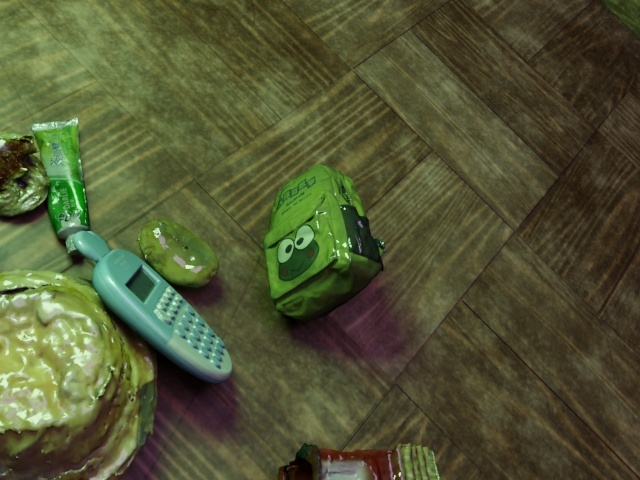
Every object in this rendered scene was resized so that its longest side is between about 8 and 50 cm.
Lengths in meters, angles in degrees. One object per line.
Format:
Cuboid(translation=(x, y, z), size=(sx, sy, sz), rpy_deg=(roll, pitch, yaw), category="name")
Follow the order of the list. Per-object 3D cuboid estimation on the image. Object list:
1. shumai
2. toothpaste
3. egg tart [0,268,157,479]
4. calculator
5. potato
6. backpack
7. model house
Cuboid(translation=(-0.491, -0.109, 1.119), size=(0.139, 0.105, 0.123), rpy_deg=(15, 59, 15), category="shumai")
Cuboid(translation=(-0.406, -0.090, 1.179), size=(0.078, 0.047, 0.247), rpy_deg=(-11, 66, -13), category="toothpaste")
Cuboid(translation=(-0.373, 0.176, 0.971), size=(0.352, 0.150, 0.351), rpy_deg=(10, 57, -15), category="egg tart")
Cuboid(translation=(-0.243, 0.097, 1.082), size=(0.303, 0.042, 0.188), rpy_deg=(43, 7, -9), category="calculator")
Cuboid(translation=(-0.230, 0.022, 1.188), size=(0.138, 0.070, 0.091), rpy_deg=(41, 46, -3), category="potato")
Cuboid(translation=(0.000, 0.000, 1.243), size=(0.140, 0.207, 0.253), rpy_deg=(26, 41, -40), category="backpack")
Cuboid(translation=(0.080, 0.402, 1.076), size=(0.254, 0.160, 0.195), rpy_deg=(8, 60, -26), category="model house")
